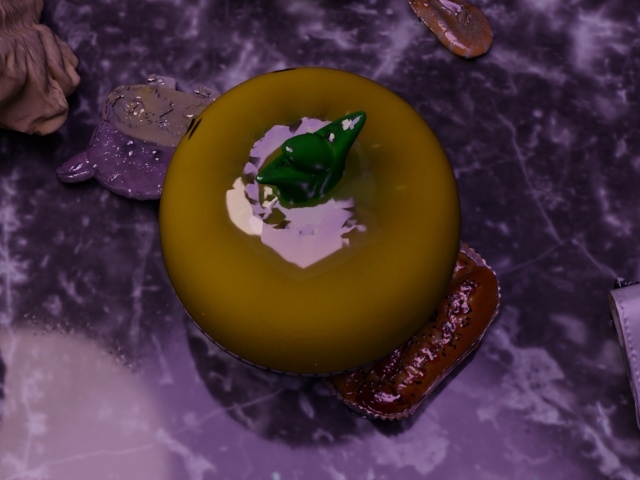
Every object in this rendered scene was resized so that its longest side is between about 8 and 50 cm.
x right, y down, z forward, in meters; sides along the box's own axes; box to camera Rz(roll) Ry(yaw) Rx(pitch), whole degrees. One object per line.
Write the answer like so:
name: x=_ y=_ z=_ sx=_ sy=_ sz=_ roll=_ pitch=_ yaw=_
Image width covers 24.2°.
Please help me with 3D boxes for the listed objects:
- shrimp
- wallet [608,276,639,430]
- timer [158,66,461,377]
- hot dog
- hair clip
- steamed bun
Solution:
shrimp: x=0.131 y=-0.225 z=1.495 sx=0.059 sy=0.023 sz=0.108 roll=-33 pitch=72 yaw=-22
wallet: x=0.382 y=0.095 z=1.349 sx=0.230 sy=0.069 sz=0.170 roll=-12 pitch=87 yaw=-1
timer: x=-0.008 y=-0.031 z=1.231 sx=0.285 sy=0.285 sz=0.285 roll=0 pitch=69 yaw=0
hot dog: x=0.085 y=0.081 z=1.361 sx=0.108 sy=0.059 sz=0.191 roll=35 pitch=75 yaw=17
hair clip: x=-0.142 y=-0.088 z=1.426 sx=0.187 sy=0.056 sz=0.146 roll=21 pitch=64 yaw=11
steamed bun: x=-0.356 y=-0.220 z=1.371 sx=0.137 sy=0.295 sz=0.292 roll=-31 pitch=61 yaw=11
